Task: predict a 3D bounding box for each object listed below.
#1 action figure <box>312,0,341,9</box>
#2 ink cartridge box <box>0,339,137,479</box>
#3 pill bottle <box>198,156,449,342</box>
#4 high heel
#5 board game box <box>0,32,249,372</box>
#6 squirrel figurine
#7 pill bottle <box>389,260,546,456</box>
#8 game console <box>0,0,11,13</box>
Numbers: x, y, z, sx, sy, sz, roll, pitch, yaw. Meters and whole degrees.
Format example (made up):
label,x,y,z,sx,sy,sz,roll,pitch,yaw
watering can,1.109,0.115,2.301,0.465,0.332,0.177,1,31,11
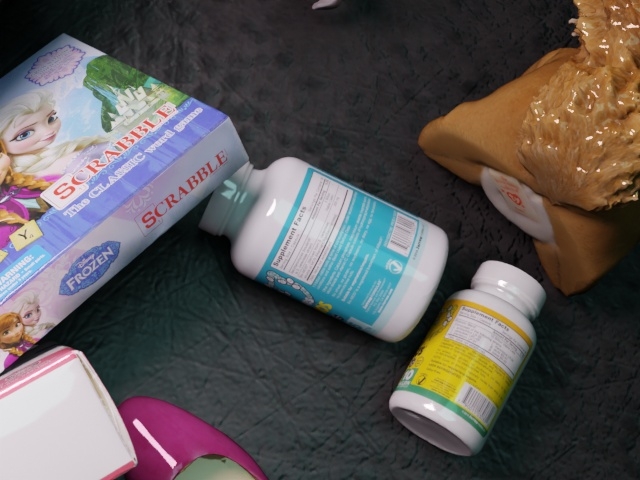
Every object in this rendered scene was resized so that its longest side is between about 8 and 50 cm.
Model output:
label,x,y,z,sx,sy,sz,roll,pitch,yaw
action figure,0.007,-0.452,1.181,0.341,0.178,0.331,4,87,-41
ink cartridge box,-0.302,0.191,0.921,0.207,0.283,0.117,-30,96,-19
pill bottle,0.000,0.000,1.123,0.264,0.146,0.146,26,71,-6
high heel,-0.068,0.295,1.008,0.377,0.181,0.127,44,70,0
board game box,-0.290,-0.059,1.010,0.318,0.066,0.318,-43,47,-20
squirrel figurine,0.352,-0.180,1.125,0.281,0.397,0.370,44,79,5
pill bottle,0.176,0.131,1.146,0.117,0.117,0.208,34,71,-3
game console,-0.353,-0.243,1.026,0.173,0.250,0.293,28,70,13
